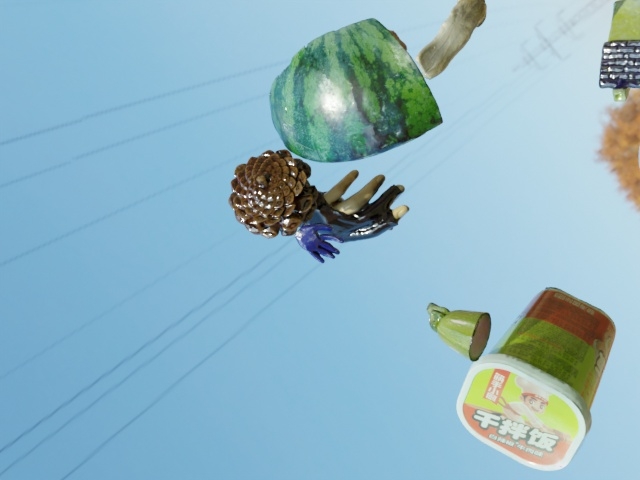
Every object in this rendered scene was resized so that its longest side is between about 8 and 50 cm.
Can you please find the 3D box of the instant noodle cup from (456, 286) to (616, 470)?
[{"bbox_3d":[0.479,0.279,1.984,0.294,0.294,0.308,48,-132,-5],"label":"instant noodle cup"}]

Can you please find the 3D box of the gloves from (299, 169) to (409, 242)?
[{"bbox_3d":[0.074,-0.072,2.250,0.197,0.301,0.152,38,-135,-52],"label":"gloves"}]

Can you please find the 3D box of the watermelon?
[{"bbox_3d":[0.034,-0.305,1.804,0.319,0.292,0.222,-114,1,-55],"label":"watermelon"}]

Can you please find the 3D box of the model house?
[{"bbox_3d":[0.672,-0.355,1.856,0.211,0.194,0.170,-68,-30,-30],"label":"model house"}]

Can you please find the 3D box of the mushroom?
[{"bbox_3d":[0.225,-0.350,1.604,0.059,0.054,0.202,32,-115,6],"label":"mushroom"}]

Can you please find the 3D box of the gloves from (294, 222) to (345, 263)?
[{"bbox_3d":[0.000,0.000,1.619,0.086,0.064,0.026,38,-170,-12],"label":"gloves"}]

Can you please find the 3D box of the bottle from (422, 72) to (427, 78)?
[{"bbox_3d":[0.296,-0.461,2.429,0.030,0.083,0.030,18,-138,-17],"label":"bottle"}]

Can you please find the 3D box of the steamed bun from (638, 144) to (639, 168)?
[{"bbox_3d":[0.774,-0.162,1.806,0.283,0.283,0.177,35,-155,-26],"label":"steamed bun"}]

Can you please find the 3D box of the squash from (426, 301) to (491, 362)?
[{"bbox_3d":[0.262,0.174,1.852,0.132,0.105,0.105,17,-165,28],"label":"squash"}]

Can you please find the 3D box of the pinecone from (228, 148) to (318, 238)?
[{"bbox_3d":[-0.097,-0.098,2.059,0.208,0.208,0.207,35,-148,-26],"label":"pinecone"}]
